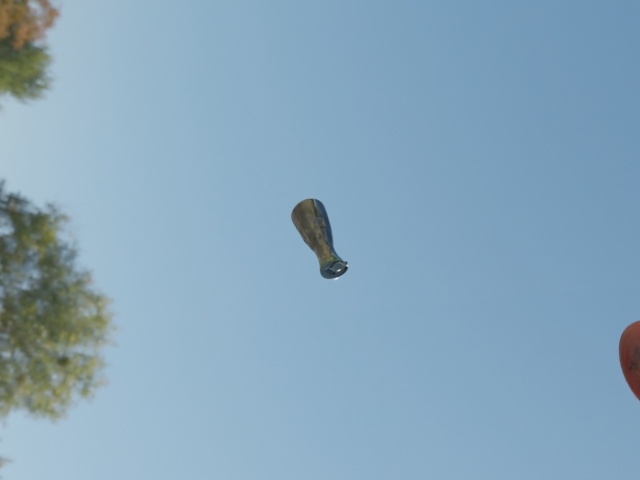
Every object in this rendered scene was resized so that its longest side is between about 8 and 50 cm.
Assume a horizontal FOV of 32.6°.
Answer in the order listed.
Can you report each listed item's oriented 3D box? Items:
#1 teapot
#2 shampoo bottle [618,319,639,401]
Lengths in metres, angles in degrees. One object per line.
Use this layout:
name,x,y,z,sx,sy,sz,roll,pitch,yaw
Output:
teapot,0.000,0.000,1.259,0.043,0.042,0.111,-59,-145,28
shampoo bottle,0.470,0.102,1.204,0.104,0.278,0.104,164,-90,-70
